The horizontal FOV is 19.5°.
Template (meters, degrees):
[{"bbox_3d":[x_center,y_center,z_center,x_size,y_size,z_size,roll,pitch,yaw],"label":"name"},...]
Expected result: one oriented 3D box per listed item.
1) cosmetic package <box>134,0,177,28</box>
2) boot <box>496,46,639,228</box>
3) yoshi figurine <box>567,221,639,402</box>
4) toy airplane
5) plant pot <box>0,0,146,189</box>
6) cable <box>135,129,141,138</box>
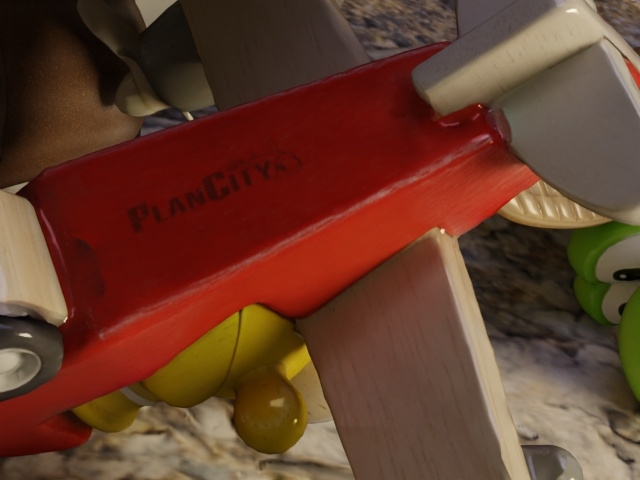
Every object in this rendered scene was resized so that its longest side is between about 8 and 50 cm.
[{"bbox_3d":[-0.156,-0.232,1.212,0.183,0.151,0.151,-1,40,-21],"label":"cosmetic package"},{"bbox_3d":[0.127,-0.062,1.192,0.248,0.090,0.207,-23,13,-40],"label":"boot"},{"bbox_3d":[0.328,0.038,1.100,0.362,0.204,0.203,-6,7,15],"label":"yoshi figurine"},{"bbox_3d":[0.000,0.000,0.937,0.384,0.272,0.386,19,67,20],"label":"toy airplane"},{"bbox_3d":[-0.197,-0.096,1.076,0.165,0.167,0.167,-12,46,-48],"label":"plant pot"},{"bbox_3d":[-0.082,-0.083,1.195,0.150,0.047,0.184,29,37,12],"label":"cable"}]
